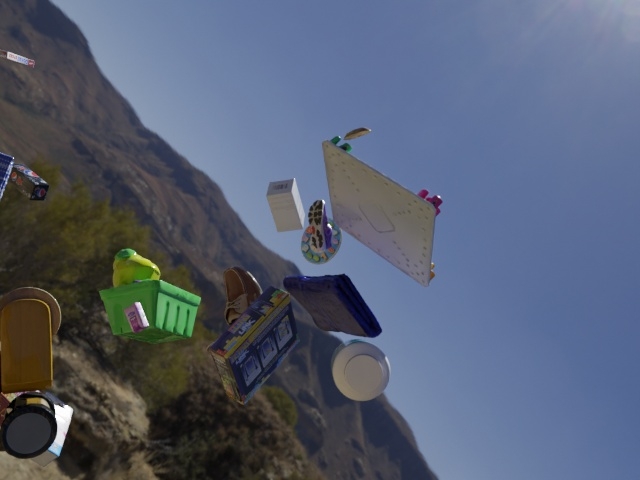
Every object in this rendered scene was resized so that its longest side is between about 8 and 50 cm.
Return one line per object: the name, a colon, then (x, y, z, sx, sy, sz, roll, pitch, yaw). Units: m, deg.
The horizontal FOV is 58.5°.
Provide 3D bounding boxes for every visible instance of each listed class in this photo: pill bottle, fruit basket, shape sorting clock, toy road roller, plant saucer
pill bottle: (0.102, 0.333, 1.483, 0.146, 0.146, 0.264, 51, -6, 6)
fruit basket: (-0.657, 0.192, 2.179, 0.392, 0.283, 0.392, -11, 90, -79)
shape sorting clock: (0.000, 0.000, 2.393, 0.040, 0.206, 0.206, 28, 9, -47)
toy road roller: (-0.618, 0.253, 1.060, 0.202, 0.240, 0.330, -13, -103, 63)
plant saucer: (0.103, -0.307, 1.632, 0.083, 0.083, 0.015, 164, -91, -77)

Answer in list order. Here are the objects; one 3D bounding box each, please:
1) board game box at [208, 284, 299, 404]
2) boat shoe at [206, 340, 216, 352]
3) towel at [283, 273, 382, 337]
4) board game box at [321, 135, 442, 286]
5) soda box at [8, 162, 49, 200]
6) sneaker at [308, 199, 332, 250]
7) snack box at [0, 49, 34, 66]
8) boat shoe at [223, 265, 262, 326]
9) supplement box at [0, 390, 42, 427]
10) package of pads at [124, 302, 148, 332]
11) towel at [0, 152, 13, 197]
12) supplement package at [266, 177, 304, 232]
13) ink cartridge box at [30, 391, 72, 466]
board game box: (-0.115, 0.189, 1.036, 0.048, 0.170, 0.141, 20, -42, 31)
boat shoe: (-0.346, 0.385, 2.081, 0.043, 0.137, 0.049, 55, -40, 31)
towel: (0.036, 0.185, 1.702, 0.228, 0.076, 0.308, 51, -25, -19)
board game box: (0.177, -0.081, 1.655, 0.390, 0.050, 0.390, 37, -24, 28)
soda box: (-0.954, -0.192, 1.853, 0.169, 0.060, 0.053, 33, 16, 27)
sneaker: (0.005, -0.051, 1.904, 0.068, 0.071, 0.170, -4, -91, 43)
snack box: (-0.911, -0.539, 1.677, 0.064, 0.022, 0.178, 12, 8, -6)
boat shoe: (-0.252, 0.232, 1.874, 0.116, 0.123, 0.324, 3, 57, -55)
supplement box: (-0.857, 0.403, 1.537, 0.188, 0.081, 0.104, 49, 16, -7)
package of pads: (-0.563, 0.237, 1.746, 0.032, 0.050, 0.083, -1, 62, -63)
towel: (-0.892, -0.097, 1.336, 0.243, 0.336, 0.040, 20, -34, -28)
supplement package: (-0.133, -0.136, 2.224, 0.105, 0.105, 0.179, -85, 164, -52)
ink cartridge box: (-0.774, 0.527, 1.605, 0.104, 0.061, 0.181, 48, 11, -26)
